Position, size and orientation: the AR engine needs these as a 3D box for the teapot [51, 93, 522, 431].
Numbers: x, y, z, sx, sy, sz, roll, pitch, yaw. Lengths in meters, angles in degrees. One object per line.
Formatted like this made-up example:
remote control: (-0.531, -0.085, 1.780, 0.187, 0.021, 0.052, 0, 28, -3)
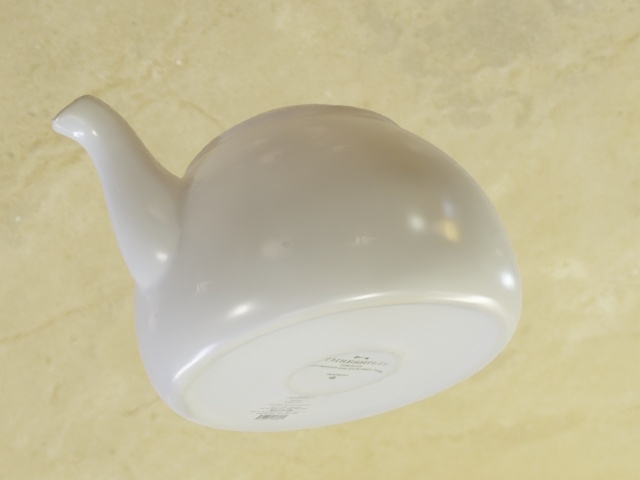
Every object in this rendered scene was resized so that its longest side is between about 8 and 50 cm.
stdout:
teapot: (0.000, 0.000, 0.644, 0.253, 0.187, 0.256, -15, 153, 5)
